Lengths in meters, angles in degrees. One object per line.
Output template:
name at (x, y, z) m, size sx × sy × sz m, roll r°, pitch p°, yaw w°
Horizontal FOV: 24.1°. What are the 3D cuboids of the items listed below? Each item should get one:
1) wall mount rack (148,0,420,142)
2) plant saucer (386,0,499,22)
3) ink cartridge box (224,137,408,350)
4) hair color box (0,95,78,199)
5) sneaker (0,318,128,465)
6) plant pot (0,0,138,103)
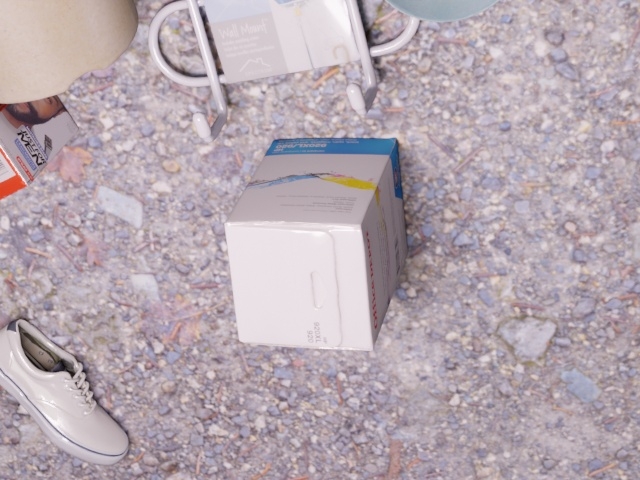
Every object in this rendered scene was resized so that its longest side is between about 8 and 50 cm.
wall mount rack at (-0.072, -0.279, 1.749) m, size 0.350 × 0.130 × 0.304 m, roll -9°, pitch 113°, yaw 18°
plant saucer at (0.139, -0.344, 1.690) m, size 0.195 × 0.037 × 0.195 m, roll -2°, pitch 115°, yaw -5°
ink cartridge box at (0.000, 0.000, 1.826) m, size 0.168 × 0.233 × 0.171 m, roll 1°, pitch 119°, yaw 14°
hair color box at (-0.377, -0.133, 1.889) m, size 0.053 × 0.167 × 0.093 m, roll -23°, pitch 111°, yaw 25°
sneaker at (-0.366, 0.217, 2.130) m, size 0.258 × 0.094 × 0.091 m, roll 42°, pitch 125°, yaw -9°
plant pot at (-0.360, -0.339, 1.708) m, size 0.333 × 0.334 × 0.305 m, roll -6°, pitch 129°, yaw 18°
